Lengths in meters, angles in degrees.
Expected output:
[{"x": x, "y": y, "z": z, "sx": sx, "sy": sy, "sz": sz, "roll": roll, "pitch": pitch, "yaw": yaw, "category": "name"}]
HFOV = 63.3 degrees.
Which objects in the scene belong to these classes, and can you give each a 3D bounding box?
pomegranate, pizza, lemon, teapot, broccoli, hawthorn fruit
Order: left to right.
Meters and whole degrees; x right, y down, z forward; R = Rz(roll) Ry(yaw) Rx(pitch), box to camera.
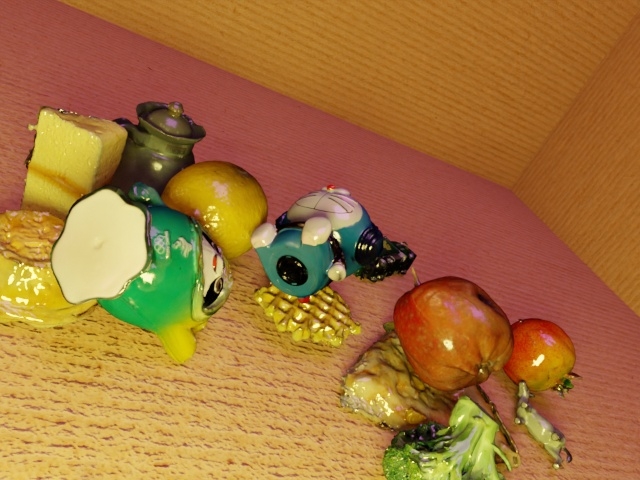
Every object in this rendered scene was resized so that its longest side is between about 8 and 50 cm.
[{"x": -0.443, "y": -0.233, "z": 1.317, "sx": 0.305, "sy": 0.285, "sz": 0.223, "roll": 11, "pitch": 32, "yaw": -35, "category": "teapot"}, {"x": -0.256, "y": -0.069, "z": 1.256, "sx": 0.260, "sy": 0.261, "sz": 0.284, "roll": 26, "pitch": 34, "yaw": -7, "category": "lemon"}, {"x": 0.254, "y": 0.326, "z": 1.259, "sx": 0.434, "sy": 0.080, "sz": 0.392, "roll": 27, "pitch": 26, "yaw": -9, "category": "pizza"}, {"x": 0.293, "y": 0.206, "z": 1.166, "sx": 0.258, "sy": 0.259, "sz": 0.261, "roll": 8, "pitch": 6, "yaw": -36, "category": "hawthorn fruit"}, {"x": 0.239, "y": 0.411, "z": 0.941, "sx": 0.269, "sy": 0.242, "sz": 0.261, "roll": 37, "pitch": -3, "yaw": -35, "category": "broccoli"}, {"x": 0.621, "y": 0.332, "z": 1.472, "sx": 0.210, "sy": 0.210, "sz": 0.235, "roll": -4, "pitch": 41, "yaw": -48, "category": "pomegranate"}]

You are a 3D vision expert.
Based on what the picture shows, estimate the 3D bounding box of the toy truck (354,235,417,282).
[{"x": 0.197, "y": 0.059, "z": 1.666, "sx": 0.259, "sy": 0.088, "sz": 0.121, "roll": -8, "pitch": 44, "yaw": -49, "category": "toy truck"}]

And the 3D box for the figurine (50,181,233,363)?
[{"x": -0.305, "y": 0.055, "z": 0.964, "sx": 0.340, "sy": 0.231, "sz": 0.324, "roll": 51, "pitch": 28, "yaw": -65, "category": "figurine"}]

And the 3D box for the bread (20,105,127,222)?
[{"x": -0.509, "y": -0.126, "z": 1.088, "sx": 0.142, "sy": 0.266, "sz": 0.178, "roll": 41, "pitch": 28, "yaw": 30, "category": "bread"}]

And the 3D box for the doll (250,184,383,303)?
[{"x": 0.000, "y": 0.000, "z": 1.241, "sx": 0.284, "sy": 0.240, "sz": 0.310, "roll": 9, "pitch": 30, "yaw": 22, "category": "doll"}]

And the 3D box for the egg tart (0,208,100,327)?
[{"x": -0.529, "y": 0.039, "z": 0.953, "sx": 0.288, "sy": 0.118, "sz": 0.288, "roll": 27, "pitch": 25, "yaw": -14, "category": "egg tart"}]

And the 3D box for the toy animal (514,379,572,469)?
[{"x": 0.558, "y": 0.466, "z": 1.327, "sx": 0.176, "sy": 0.073, "sz": 0.217, "roll": 18, "pitch": 29, "yaw": -54, "category": "toy animal"}]

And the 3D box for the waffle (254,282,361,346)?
[{"x": -0.039, "y": 0.147, "z": 1.238, "sx": 0.291, "sy": 0.051, "sz": 0.291, "roll": 25, "pitch": 25, "yaw": -12, "category": "waffle"}]
